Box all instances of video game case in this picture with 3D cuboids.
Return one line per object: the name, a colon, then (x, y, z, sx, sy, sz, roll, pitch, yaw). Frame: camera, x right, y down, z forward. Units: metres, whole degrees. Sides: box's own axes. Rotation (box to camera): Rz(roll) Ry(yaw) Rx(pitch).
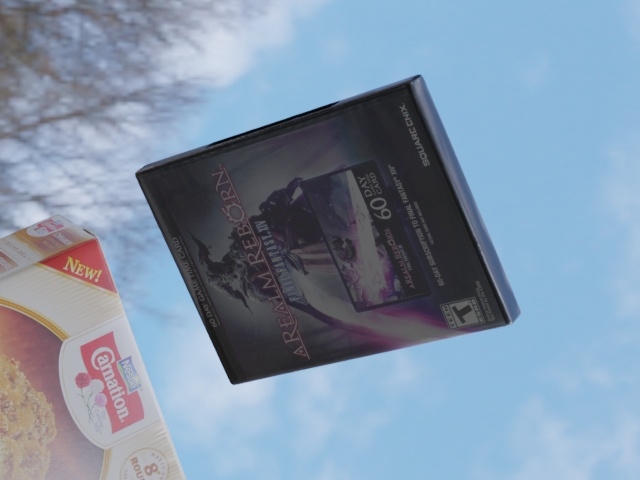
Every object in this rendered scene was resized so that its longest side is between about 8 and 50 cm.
video game case: (0.000, 0.000, 1.369, 0.274, 0.026, 0.196, -16, -76, 35)

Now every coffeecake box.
coffeecake box: (-0.176, 0.091, 0.856, 0.068, 0.185, 0.142, 24, -44, 62)
